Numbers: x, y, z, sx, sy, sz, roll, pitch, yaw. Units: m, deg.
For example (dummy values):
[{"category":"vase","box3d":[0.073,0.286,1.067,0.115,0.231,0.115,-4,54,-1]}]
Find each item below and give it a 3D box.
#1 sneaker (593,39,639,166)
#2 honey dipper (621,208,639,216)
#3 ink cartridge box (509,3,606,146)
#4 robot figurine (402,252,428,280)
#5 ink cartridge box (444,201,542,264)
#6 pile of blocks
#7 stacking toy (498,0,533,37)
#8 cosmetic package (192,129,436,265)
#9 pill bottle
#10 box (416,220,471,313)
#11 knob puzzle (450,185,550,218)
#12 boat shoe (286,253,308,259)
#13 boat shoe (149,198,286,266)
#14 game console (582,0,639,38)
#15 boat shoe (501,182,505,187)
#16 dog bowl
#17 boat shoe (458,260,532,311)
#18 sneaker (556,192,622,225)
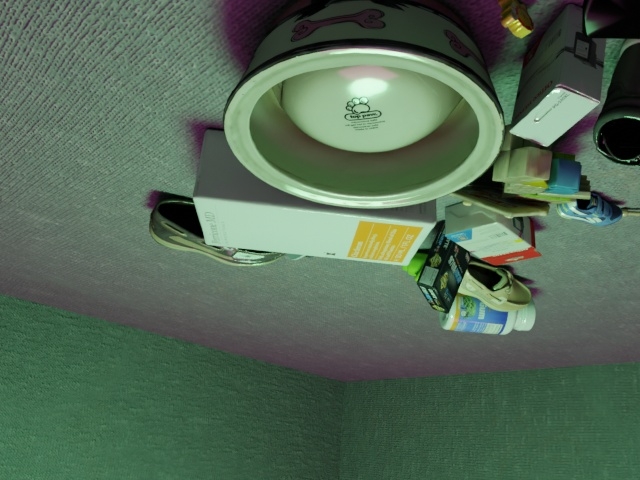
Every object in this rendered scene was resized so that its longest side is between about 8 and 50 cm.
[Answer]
[{"category":"sneaker","box3d":[0.478,-0.158,0.829,0.105,0.146,0.296,18,164,36]},{"category":"honey dipper","box3d":[0.745,-0.055,1.195,0.161,0.030,0.030,3,157,9]},{"category":"ink cartridge box","box3d":[0.321,-0.219,0.732,0.063,0.150,0.109,21,155,-6]},{"category":"robot figurine","box3d":[0.286,0.069,1.506,0.115,0.101,0.067,10,117,24]},{"category":"ink cartridge box","box3d":[0.412,-0.019,1.279,0.134,0.078,0.231,-17,149,41]},{"category":"pile of blocks","box3d":[0.376,-0.134,0.902,0.149,0.112,0.362,7,-179,22]},{"category":"stacking toy","box3d":[0.228,-0.337,0.612,0.221,0.052,0.167,20,152,-29]},{"category":"cosmetic package","box3d":[-0.012,-0.079,1.119,0.454,0.161,0.230,6,157,-2]},{"category":"pill bottle","box3d":[0.524,0.217,1.712,0.272,0.152,0.152,5,157,-2]},{"category":"box","box3d":[0.320,0.074,1.388,0.051,0.175,0.220,18,164,29]},{"category":"knob puzzle","box3d":[0.369,-0.073,1.091,0.213,0.030,0.213,7,-162,-2]},{"category":"boat shoe","box3d":[0.000,0.000,1.438,0.183,0.065,0.083,-21,173,26]},{"category":"boat shoe","box3d":[-0.245,-0.021,1.336,0.356,0.132,0.130,7,157,-8]},{"category":"game console","box3d":[0.462,-0.316,0.558,0.362,0.044,0.213,-2,135,-5]},{"category":"boat shoe","box3d":[0.420,-0.124,1.099,0.100,0.035,0.035,1,129,17]},{"category":"dog bowl","box3d":[0.066,-0.205,0.829,0.408,0.150,0.408,5,157,2]},{"category":"boat shoe","box3d":[0.510,0.130,1.576,0.302,0.109,0.098,21,154,-21]},{"category":"sneaker","box3d":[0.587,-0.069,1.165,0.144,0.053,0.059,6,155,-6]}]
